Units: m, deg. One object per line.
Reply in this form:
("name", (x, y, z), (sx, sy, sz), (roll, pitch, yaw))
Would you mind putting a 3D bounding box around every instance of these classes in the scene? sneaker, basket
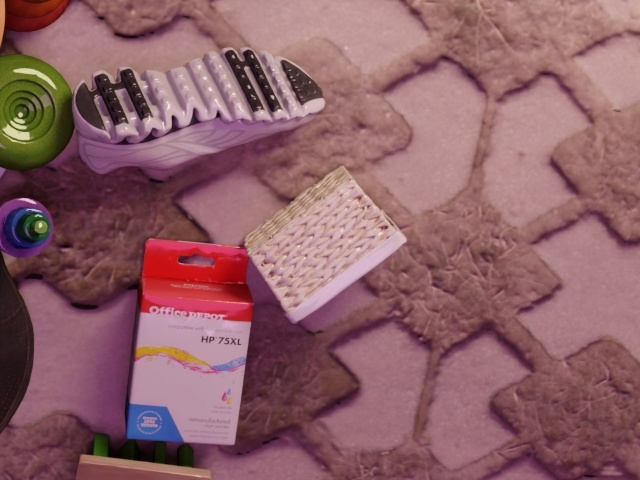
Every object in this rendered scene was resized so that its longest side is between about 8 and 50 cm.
("sneaker", (-0.139, -0.141, 1.413), (0.292, 0.110, 0.118), (-9, 147, -19))
("basket", (0.000, 0.000, 1.464), (0.167, 0.113, 0.103), (-36, 104, 2))

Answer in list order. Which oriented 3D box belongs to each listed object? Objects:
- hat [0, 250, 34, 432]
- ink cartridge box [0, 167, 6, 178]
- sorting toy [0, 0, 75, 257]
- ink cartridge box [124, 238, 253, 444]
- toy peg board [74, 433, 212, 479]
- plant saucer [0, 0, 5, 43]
("hat", (-0.478, 0.129, 1.393), (0.134, 0.331, 0.331), (16, 107, 27))
("ink cartridge box", (-0.409, -0.093, 1.391), (0.109, 0.063, 0.150), (31, 97, -18))
("sorting toy", (-0.302, -0.164, 1.306), (0.127, 0.126, 0.365), (1, 90, -29))
("ink cartridge box", (-0.157, 0.122, 1.489), (0.134, 0.078, 0.231), (5, 105, -11))
("toy peg board", (-0.228, 0.320, 1.546), (0.161, 0.079, 0.160), (9, 120, -11))
("plant saucer", (-0.419, -0.239, 1.303), (0.200, 0.037, 0.200), (3, 96, 27))
